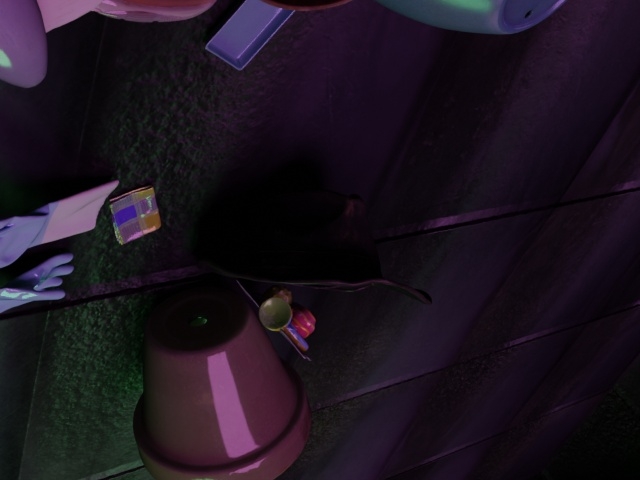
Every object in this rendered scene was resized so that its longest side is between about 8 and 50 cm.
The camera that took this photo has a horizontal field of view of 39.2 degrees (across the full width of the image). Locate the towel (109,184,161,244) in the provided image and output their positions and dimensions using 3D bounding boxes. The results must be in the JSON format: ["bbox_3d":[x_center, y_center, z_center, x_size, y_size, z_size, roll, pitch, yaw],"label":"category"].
[{"bbox_3d":[-0.228,-0.031,1.111,0.060,0.009,0.083,-23,146,-19],"label":"towel"}]

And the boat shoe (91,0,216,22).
[{"bbox_3d":[-0.201,-0.266,0.729,0.325,0.123,0.116,1,130,-47],"label":"boat shoe"}]

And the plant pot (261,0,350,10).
[{"bbox_3d":[-0.035,-0.333,0.690,0.215,0.230,0.215,-24,147,-17],"label":"plant pot"}]

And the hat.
[{"bbox_3d":[0.000,0.000,1.198,0.331,0.331,0.133,13,85,-51],"label":"hat"}]

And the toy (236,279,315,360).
[{"bbox_3d":[-0.048,0.105,1.269,0.056,0.137,0.237,-42,173,-2],"label":"toy"}]

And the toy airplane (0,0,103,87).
[{"bbox_3d":[-0.365,-0.094,0.559,0.385,0.272,0.386,16,114,-34],"label":"toy airplane"}]

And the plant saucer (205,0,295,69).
[{"bbox_3d":[-0.045,-0.269,0.969,0.192,0.018,0.067,-46,147,14],"label":"plant saucer"}]

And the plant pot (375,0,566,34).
[{"bbox_3d":[0.166,-0.320,0.889,0.290,0.195,0.290,-32,159,-14],"label":"plant pot"}]

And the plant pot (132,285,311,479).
[{"bbox_3d":[-0.153,0.197,1.291,0.263,0.263,0.229,-23,129,-21],"label":"plant pot"}]

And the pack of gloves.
[{"bbox_3d":[-0.329,0.037,0.997,0.195,0.046,0.232,-51,168,31],"label":"pack of gloves"}]
